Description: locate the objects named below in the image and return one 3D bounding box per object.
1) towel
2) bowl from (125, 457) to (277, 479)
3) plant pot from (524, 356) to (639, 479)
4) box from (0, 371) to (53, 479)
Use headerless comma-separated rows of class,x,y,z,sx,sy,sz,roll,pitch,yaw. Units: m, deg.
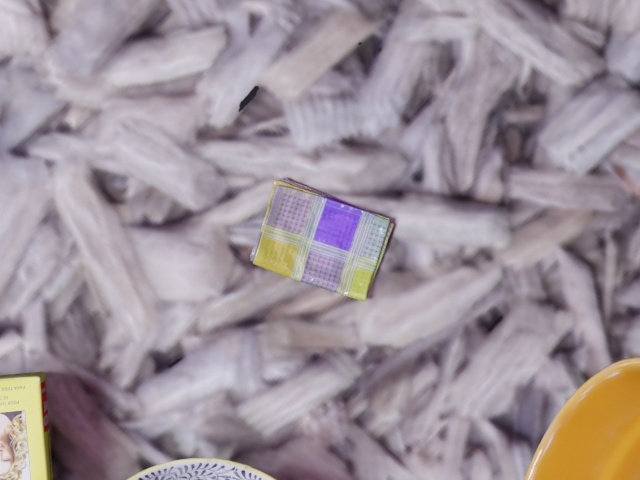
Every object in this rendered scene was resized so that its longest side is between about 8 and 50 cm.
towel,0.000,0.000,1.161,0.083,0.009,0.060,21,85,-4
bowl,-0.081,0.216,1.106,0.170,0.080,0.170,1,87,-14
plant pot,0.246,0.196,1.096,0.188,0.205,0.205,20,86,-20
box,-0.188,0.199,1.099,0.058,0.087,0.232,-5,87,-7
